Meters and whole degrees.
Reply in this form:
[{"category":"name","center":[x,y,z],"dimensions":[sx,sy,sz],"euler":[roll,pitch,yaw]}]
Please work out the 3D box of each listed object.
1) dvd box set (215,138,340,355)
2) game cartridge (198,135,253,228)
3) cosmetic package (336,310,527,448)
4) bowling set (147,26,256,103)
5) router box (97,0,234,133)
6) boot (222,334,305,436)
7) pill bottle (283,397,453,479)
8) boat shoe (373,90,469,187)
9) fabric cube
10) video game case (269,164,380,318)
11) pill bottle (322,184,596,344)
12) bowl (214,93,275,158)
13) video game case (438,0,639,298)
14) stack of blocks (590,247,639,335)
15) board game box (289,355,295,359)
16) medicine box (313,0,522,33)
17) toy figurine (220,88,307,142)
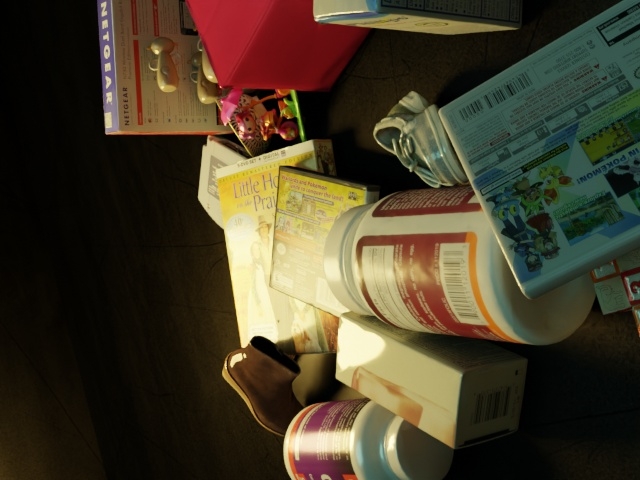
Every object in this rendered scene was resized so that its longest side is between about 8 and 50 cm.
[{"category":"dvd box set","center":[-0.073,0.027,1.648],"dimensions":[0.308,0.062,0.420],"euler":[-10,88,42]},{"category":"game cartridge","center":[-0.197,-0.117,1.868],"dimensions":[0.294,0.060,0.196],"euler":[34,118,48]},{"category":"cosmetic package","center":[0.172,0.212,1.307],"dimensions":[0.296,0.153,0.129],"euler":[22,112,53]},{"category":"bowling set","center":[-0.226,-0.392,1.771],"dimensions":[0.200,0.287,0.154],"euler":[85,173,-72]},{"category":"router box","center":[-0.343,-0.412,1.818],"dimensions":[0.082,0.301,0.335],"euler":[5,98,54]},{"category":"boot","center":[-0.086,0.309,1.644],"dimensions":[0.248,0.090,0.207],"euler":[39,145,-5]},{"category":"pill bottle","center":[0.083,0.374,1.427],"dimensions":[0.323,0.182,0.181],"euler":[-23,76,54]},{"category":"boat shoe","center":[0.151,-0.145,1.212],"dimensions":[0.118,0.103,0.320],"euler":[52,-171,-23]},{"category":"fabric cube","center":[-0.068,-0.452,1.464],"dimensions":[0.258,0.254,0.259],"euler":[-49,56,45]},{"category":"video game case","center":[0.000,0.000,1.485],"dimensions":[0.275,0.035,0.248],"euler":[19,107,51]},{"category":"pill bottle","center":[0.190,0.030,1.192],"dimensions":[0.392,0.224,0.224],"euler":[-1,94,55]},{"category":"bowl","center":[-0.152,-0.263,1.735],"dimensions":[0.170,0.080,0.170],"euler":[58,-178,-4]},{"category":"video game case","center":[0.333,-0.128,0.941],"dimensions":[0.329,0.036,0.299],"euler":[-29,54,17]},{"category":"stack of blocks","center":[0.432,0.046,0.970],"dimensions":[0.171,0.087,0.297],"euler":[-31,70,52]},{"category":"board game box","center":[-0.082,0.186,1.765],"dimensions":[0.124,0.039,0.259],"euler":[54,132,34]},{"category":"medicine box","center":[0.145,-0.439,1.131],"dimensions":[0.149,0.289,0.263],"euler":[13,105,53]},{"category":"toy figurine","center":[-0.121,-0.258,1.619],"dimensions":[0.130,0.159,0.173],"euler":[-104,2,-74]}]
